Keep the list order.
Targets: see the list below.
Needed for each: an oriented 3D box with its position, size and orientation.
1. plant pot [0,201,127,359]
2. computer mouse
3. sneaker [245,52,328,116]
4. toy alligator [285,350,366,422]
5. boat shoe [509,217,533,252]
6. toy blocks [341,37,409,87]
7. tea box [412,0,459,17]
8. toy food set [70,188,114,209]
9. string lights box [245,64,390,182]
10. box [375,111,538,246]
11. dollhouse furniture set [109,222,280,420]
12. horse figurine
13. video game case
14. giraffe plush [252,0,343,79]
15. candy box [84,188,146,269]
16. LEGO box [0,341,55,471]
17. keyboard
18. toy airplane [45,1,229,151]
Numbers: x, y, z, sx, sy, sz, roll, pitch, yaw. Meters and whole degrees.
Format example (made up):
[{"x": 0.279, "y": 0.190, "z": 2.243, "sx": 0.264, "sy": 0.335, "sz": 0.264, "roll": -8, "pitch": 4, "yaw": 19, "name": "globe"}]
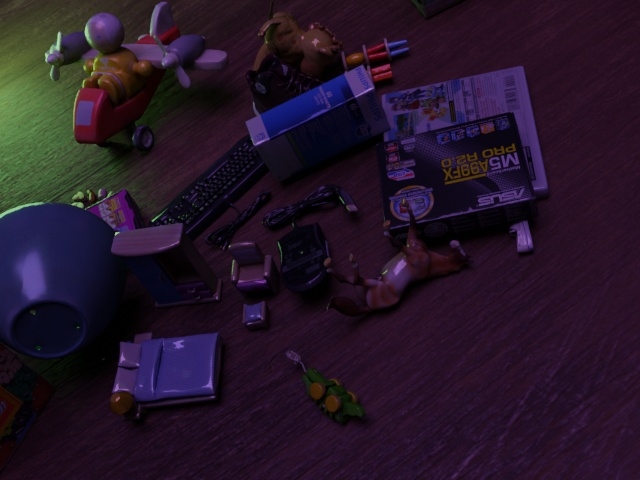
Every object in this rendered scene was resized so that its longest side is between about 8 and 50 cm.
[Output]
[{"x": -0.494, "y": 0.104, "z": 1.532, "sx": 0.290, "sy": 0.290, "sz": 0.195, "roll": -26, "pitch": 37, "yaw": 0, "name": "plant pot"}, {"x": 0.000, "y": 0.000, "z": 1.606, "sx": 0.184, "sy": 0.060, "sz": 0.262, "roll": -28, "pitch": 39, "yaw": 4, "name": "computer mouse"}, {"x": -0.040, "y": -0.320, "z": 1.785, "sx": 0.281, "sy": 0.162, "sz": 0.106, "roll": 6, "pitch": 57, "yaw": 24, "name": "sneaker"}, {"x": 0.001, "y": 0.257, "z": 1.421, "sx": 0.190, "sy": 0.056, "sz": 0.051, "roll": 33, "pitch": 112, "yaw": 35, "name": "toy alligator"}, {"x": 0.355, "y": -0.021, "z": 1.506, "sx": 0.035, "sy": 0.035, "sz": 0.100, "roll": -11, "pitch": 59, "yaw": 9, "name": "boat shoe"}, {"x": 0.126, "y": -0.389, "z": 1.846, "sx": 0.148, "sy": 0.054, "sz": 0.123, "roll": -15, "pitch": 51, "yaw": 9, "name": "toy blocks"}, {"x": 0.230, "y": -0.751, "z": 1.900, "sx": 0.220, "sy": 0.323, "sz": 0.329, "roll": -27, "pitch": 51, "yaw": 0, "name": "tea box"}, {"x": -0.514, "y": -0.086, "z": 1.880, "sx": 0.122, "sy": 0.019, "sz": 0.078, "roll": 6, "pitch": 57, "yaw": 33, "name": "toy food set"}, {"x": -0.002, "y": -0.231, "z": 1.686, "sx": 0.260, "sy": 0.133, "sz": 0.077, "roll": -25, "pitch": 54, "yaw": 4, "name": "string lights box"}, {"x": 0.246, "y": -0.114, "z": 1.551, "sx": 0.270, "sy": 0.060, "sz": 0.216, "roll": -12, "pitch": 52, "yaw": 12, "name": "box"}, {"x": -0.244, "y": 0.149, "z": 1.491, "sx": 0.286, "sy": 0.198, "sz": 0.303, "roll": -8, "pitch": 53, "yaw": 15, "name": "dollhouse furniture set"}, {"x": 0.120, "y": 0.052, "z": 1.475, "sx": 0.263, "sy": 0.174, "sz": 0.066, "roll": -40, "pitch": 32, "yaw": -1, "name": "horse figurine"}, {"x": 0.275, "y": -0.194, "z": 1.661, "sx": 0.300, "sy": 0.036, "sz": 0.329, "roll": -10, "pitch": 53, "yaw": 13, "name": "video game case"}, {"x": -0.041, "y": -0.431, "z": 1.873, "sx": 0.170, "sy": 0.210, "sz": 0.181, "roll": 20, "pitch": 55, "yaw": 3, "name": "giraffe plush"}, {"x": -0.480, "y": 0.013, "z": 1.758, "sx": 0.233, "sy": 0.071, "sz": 0.159, "roll": -27, "pitch": 51, "yaw": -1, "name": "candy box"}, {"x": -0.809, "y": 0.199, "z": 1.548, "sx": 0.500, "sy": 0.372, "sz": 0.193, "roll": 15, "pitch": 61, "yaw": 28, "name": "LEGO box"}, {"x": -0.205, "y": -0.091, "z": 1.762, "sx": 0.317, "sy": 0.033, "sz": 0.201, "roll": -45, "pitch": 53, "yaw": -14, "name": "keyboard"}, {"x": -0.436, "y": -0.425, "z": 1.936, "sx": 0.386, "sy": 0.272, "sz": 0.384, "roll": -29, "pitch": 50, "yaw": -2, "name": "toy airplane"}]
